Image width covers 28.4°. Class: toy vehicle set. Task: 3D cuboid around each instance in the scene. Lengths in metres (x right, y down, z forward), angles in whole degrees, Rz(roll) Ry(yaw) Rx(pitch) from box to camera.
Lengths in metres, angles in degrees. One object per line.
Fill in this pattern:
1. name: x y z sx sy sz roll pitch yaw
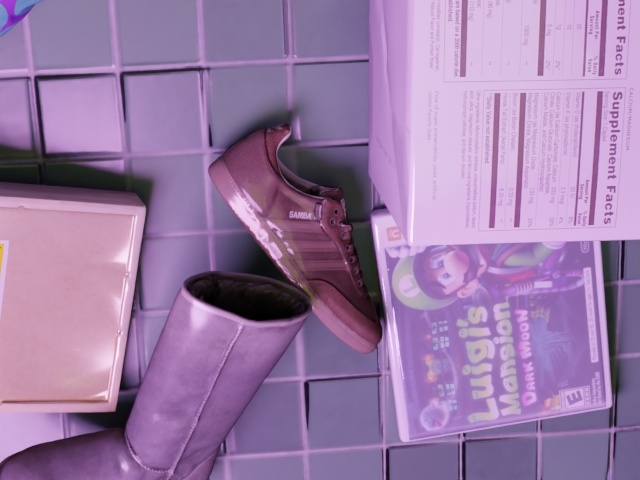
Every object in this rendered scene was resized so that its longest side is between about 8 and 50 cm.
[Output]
1. toy vehicle set: -0.264 0.040 0.887 0.266 0.035 0.166 4 108 -26

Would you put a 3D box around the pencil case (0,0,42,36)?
1. pencil case: -0.223 -0.166 0.856 0.151 0.070 0.064 -35 69 7

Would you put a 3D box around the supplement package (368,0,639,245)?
1. supplement package: 0.173 -0.119 0.839 0.262 0.199 0.198 -2 107 -5

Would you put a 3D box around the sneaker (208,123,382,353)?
1. sneaker: 0.000 0.000 0.929 0.071 0.066 0.188 -38 107 5

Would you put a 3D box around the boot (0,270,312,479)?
1. boot: -0.121 0.114 0.898 0.189 0.076 0.208 -4 141 -37

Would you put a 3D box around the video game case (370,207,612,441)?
1. video game case: 0.135 0.056 0.982 0.173 0.022 0.190 -9 108 -3
